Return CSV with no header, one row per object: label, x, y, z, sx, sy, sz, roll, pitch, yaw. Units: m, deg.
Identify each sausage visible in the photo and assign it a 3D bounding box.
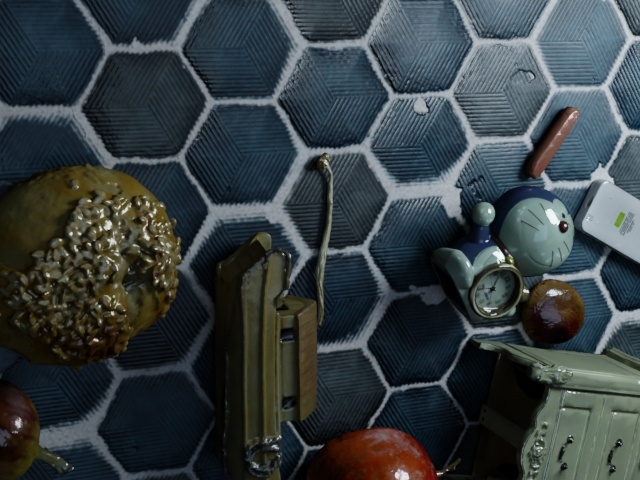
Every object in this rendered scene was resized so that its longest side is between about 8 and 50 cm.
sausage,0.400,-0.170,2.053,0.035,0.030,0.147,34,87,-26

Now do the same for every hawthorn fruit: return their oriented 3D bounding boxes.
hawthorn fruit,0.116,0.412,1.949,0.271,0.242,0.242,-25,110,-28

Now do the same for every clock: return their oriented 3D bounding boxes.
clock,0.310,0.010,1.991,0.243,0.146,0.199,-34,117,-9

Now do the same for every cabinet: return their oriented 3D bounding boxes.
cabinet,0.416,0.335,2.056,0.318,0.227,0.290,9,98,-24

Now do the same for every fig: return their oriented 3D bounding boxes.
fig,-0.459,0.307,1.733,0.143,0.160,0.231,-62,141,-43

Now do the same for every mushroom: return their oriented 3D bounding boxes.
mushroom,0.413,0.127,2.109,0.123,0.052,0.123,-2,95,-22
mushroom,0.006,0.000,1.928,0.028,0.026,0.286,-1,103,-7

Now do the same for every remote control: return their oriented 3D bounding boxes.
remote control,0.571,-0.017,2.155,0.250,0.034,0.103,26,90,-26

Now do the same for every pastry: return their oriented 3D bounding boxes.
pastry,-0.326,0.037,1.664,0.315,0.184,0.284,-19,109,-40

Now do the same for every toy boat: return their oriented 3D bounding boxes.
toy boat,-0.085,0.207,1.879,0.162,0.136,0.445,-3,107,-18

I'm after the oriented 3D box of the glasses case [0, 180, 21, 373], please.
glasses case,-0.473,0.054,1.707,0.109,0.067,0.282,0,99,-29
